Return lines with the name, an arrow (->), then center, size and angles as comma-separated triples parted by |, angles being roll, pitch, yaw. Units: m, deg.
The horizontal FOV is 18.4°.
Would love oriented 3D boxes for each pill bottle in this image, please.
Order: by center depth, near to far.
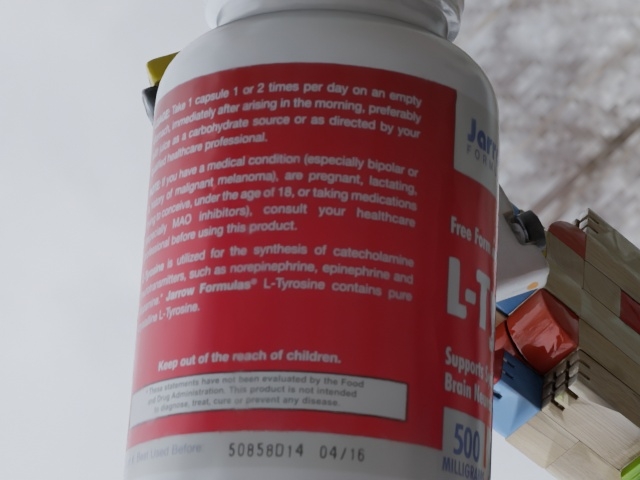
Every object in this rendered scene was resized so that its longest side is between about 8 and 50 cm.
pill bottle -> 0.000, 0.000, 1.267 | 0.229, 0.229, 0.407 | 24, -116, -49

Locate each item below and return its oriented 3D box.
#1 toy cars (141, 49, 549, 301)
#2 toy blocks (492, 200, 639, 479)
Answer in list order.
toy cars -> 0.015, -0.041, 1.587 | 0.394, 0.087, 0.176 | 20, -126, 21
toy blocks -> 0.224, 0.081, 1.866 | 0.261, 0.191, 0.381 | 37, -149, -15
